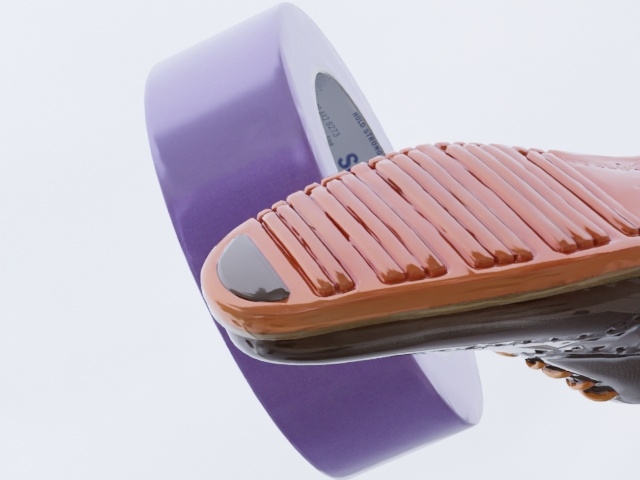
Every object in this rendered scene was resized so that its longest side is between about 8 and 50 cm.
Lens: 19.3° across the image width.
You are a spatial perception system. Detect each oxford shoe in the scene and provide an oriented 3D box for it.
[{"bbox_3d":[0.120,0.029,0.888,0.364,0.130,0.132,-7,-59,-18],"label":"oxford shoe"}]

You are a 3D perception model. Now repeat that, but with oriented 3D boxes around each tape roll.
[{"bbox_3d":[0.000,0.000,1.117,0.090,0.274,0.275,-24,-25,12],"label":"tape roll"}]
